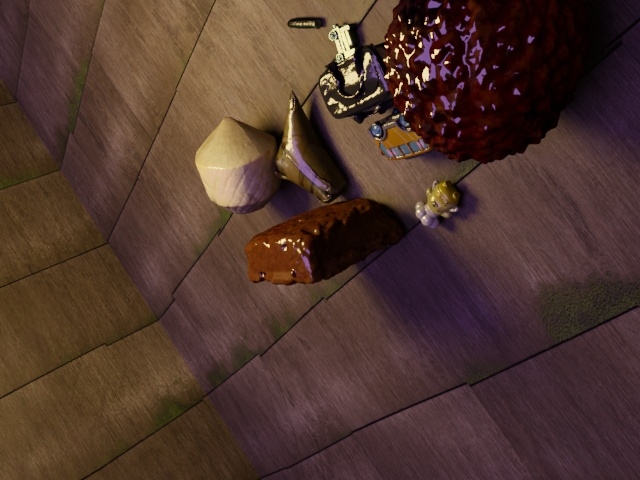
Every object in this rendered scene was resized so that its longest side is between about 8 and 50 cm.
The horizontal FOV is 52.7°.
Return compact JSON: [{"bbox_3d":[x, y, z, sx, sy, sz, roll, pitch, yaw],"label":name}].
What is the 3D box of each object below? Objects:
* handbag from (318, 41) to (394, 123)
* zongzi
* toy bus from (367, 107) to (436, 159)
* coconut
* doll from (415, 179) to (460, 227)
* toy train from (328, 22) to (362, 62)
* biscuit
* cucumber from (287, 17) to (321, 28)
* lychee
[{"bbox_3d":[0.128,-0.420,1.725,0.254,0.181,0.181,-14,101,51],"label":"handbag"},{"bbox_3d":[-0.017,-0.288,2.017,0.260,0.123,0.289,33,130,24],"label":"zongzi"},{"bbox_3d":[0.239,-0.290,1.733,0.209,0.126,0.136,-9,114,49],"label":"toy bus"},{"bbox_3d":[-0.273,-0.265,2.181,0.328,0.328,0.329,26,129,36],"label":"coconut"},{"bbox_3d":[0.325,-0.099,1.797,0.106,0.062,0.162,55,142,15],"label":"doll"},{"bbox_3d":[0.071,-0.552,1.815,0.081,0.050,0.122,-6,107,44],"label":"toy train"},{"bbox_3d":[0.000,0.000,1.948,0.342,0.395,0.166,-8,104,50],"label":"biscuit"},{"bbox_3d":[-0.053,-0.642,1.910,0.133,0.032,0.032,19,125,41],"label":"cucumber"},{"bbox_3d":[0.333,-0.407,1.327,0.424,0.424,0.500,18,123,40],"label":"lychee"}]
